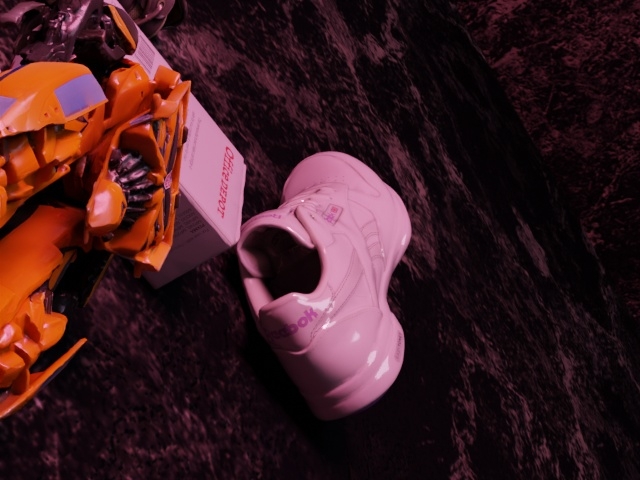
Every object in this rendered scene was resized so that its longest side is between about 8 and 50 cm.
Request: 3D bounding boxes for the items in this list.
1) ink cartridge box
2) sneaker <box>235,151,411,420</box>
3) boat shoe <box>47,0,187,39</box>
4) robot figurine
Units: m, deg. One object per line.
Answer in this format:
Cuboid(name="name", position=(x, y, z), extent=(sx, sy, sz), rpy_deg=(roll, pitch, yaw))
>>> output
Cuboid(name="ink cartridge box", position=(-0.134, -0.072, 1.019), extent=(0.175, 0.072, 0.127), rpy_deg=(52, 19, -25))
Cuboid(name="sneaker", position=(0.000, 0.000, 1.203), extent=(0.152, 0.114, 0.305), rpy_deg=(51, 20, -31))
Cuboid(name="boat shoe", position=(-0.149, -0.195, 1.158), extent=(0.073, 0.080, 0.223), rpy_deg=(54, 14, -4))
Cuboid(name="robot figurine", position=(-0.144, -0.013, 0.754), extent=(0.291, 0.085, 0.211), rpy_deg=(-50, 152, -64))
